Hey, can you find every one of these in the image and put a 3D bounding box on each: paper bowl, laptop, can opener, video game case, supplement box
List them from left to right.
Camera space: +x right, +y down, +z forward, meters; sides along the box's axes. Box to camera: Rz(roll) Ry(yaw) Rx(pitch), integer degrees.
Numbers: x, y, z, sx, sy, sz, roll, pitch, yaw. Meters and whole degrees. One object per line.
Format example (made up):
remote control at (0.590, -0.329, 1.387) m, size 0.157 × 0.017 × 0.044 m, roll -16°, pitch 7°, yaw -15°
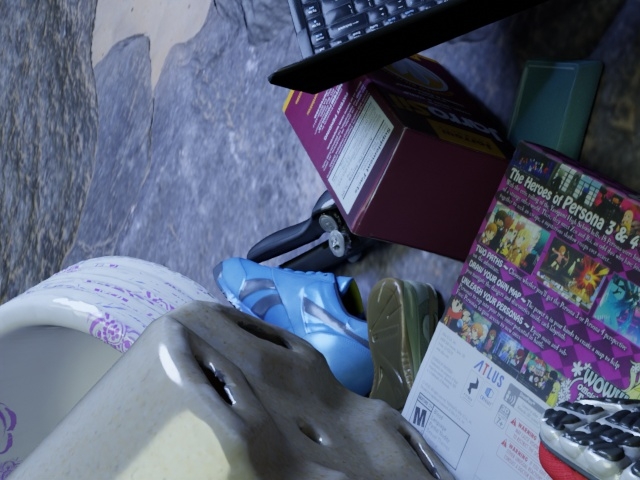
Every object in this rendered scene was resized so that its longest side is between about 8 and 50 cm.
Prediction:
paper bowl at (-0.138, 0.149, 1.000) m, size 0.284 × 0.148 × 0.284 m, roll 14°, pitch 118°, yaw 27°
can opener at (0.000, 0.000, 1.010) m, size 0.059 × 0.073 × 0.186 m, roll 55°, pitch 140°, yaw 0°
supplement box at (0.054, -0.071, 0.874) m, size 0.080 × 0.104 × 0.188 m, roll -64°, pitch 28°, yaw 22°
laptop at (0.073, -0.197, 0.784) m, size 0.234 × 0.136 × 0.264 m, roll -20°, pitch 54°, yaw 10°
video game case at (0.157, 0.078, 0.726) m, size 0.232 × 0.042 × 0.210 m, roll 37°, pitch 111°, yaw 50°

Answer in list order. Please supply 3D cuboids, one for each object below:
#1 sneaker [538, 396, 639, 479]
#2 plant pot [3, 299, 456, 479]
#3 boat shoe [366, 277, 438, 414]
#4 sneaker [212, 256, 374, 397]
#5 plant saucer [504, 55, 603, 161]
sneaker at (0.197, 0.167, 0.562) m, size 0.279 × 0.107 × 0.118 m, roll 34°, pitch 119°, yaw 41°
plant pot at (-0.086, 0.216, 0.742) m, size 0.305 × 0.334 × 0.334 m, roll -54°, pitch 37°, yaw 12°
boat shoe at (0.064, 0.103, 0.882) m, size 0.056 × 0.048 × 0.153 m, roll -21°, pitch 68°, yaw 49°
sneaker at (-0.010, 0.054, 0.988) m, size 0.082 × 0.069 × 0.209 m, roll -50°, pitch 39°, yaw -2°
plant saucer at (0.136, -0.030, 0.836) m, size 0.067 × 0.018 × 0.192 m, roll 18°, pitch 93°, yaw 57°
